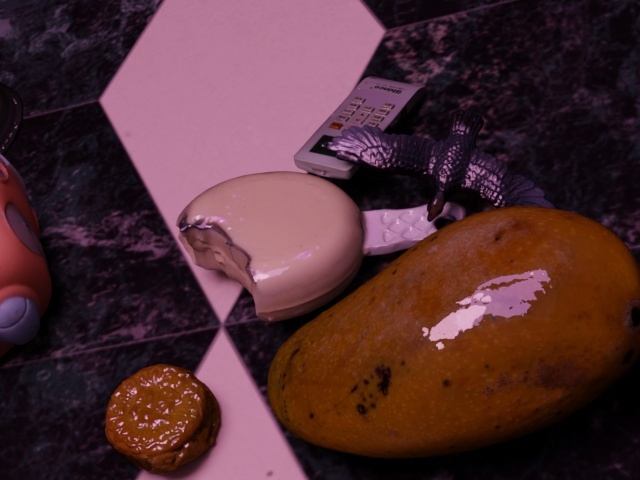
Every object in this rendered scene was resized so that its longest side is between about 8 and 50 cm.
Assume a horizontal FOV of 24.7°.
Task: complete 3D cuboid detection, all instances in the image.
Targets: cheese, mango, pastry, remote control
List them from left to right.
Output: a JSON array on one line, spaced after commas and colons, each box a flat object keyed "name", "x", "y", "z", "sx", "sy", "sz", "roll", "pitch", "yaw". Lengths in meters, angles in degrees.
[{"name": "pastry", "x": -0.142, "y": 0.158, "z": 1.299, "sx": 0.097, "sy": 0.057, "sz": 0.109, "roll": -16, "pitch": 51, "yaw": 10}, {"name": "cheese", "x": 0.000, "y": -0.015, "z": 1.355, "sx": 0.249, "sy": 0.070, "sz": 0.163, "roll": -21, "pitch": 47, "yaw": -11}, {"name": "remote control", "x": 0.042, "y": -0.108, "z": 1.403, "sx": 0.065, "sy": 0.029, "sz": 0.166, "roll": 15, "pitch": 42, "yaw": 25}, {"name": "mango", "x": 0.102, "y": 0.081, "z": 1.184, "sx": 0.330, "sy": 0.175, "sz": 0.176, "roll": -20, "pitch": 5, "yaw": 9}]

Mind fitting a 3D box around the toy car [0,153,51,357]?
[{"name": "toy car", "x": -0.378, "y": 0.045, "z": 1.417, "sx": 0.270, "sy": 0.180, "sz": 0.212, "roll": -38, "pitch": 64, "yaw": -10}]

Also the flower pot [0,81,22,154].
[{"name": "flower pot", "x": -0.425, "y": -0.148, "z": 1.624, "sx": 0.157, "sy": 0.107, "sz": 0.157, "roll": -11, "pitch": 53, "yaw": 15}]

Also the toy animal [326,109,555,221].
[{"name": "toy animal", "x": 0.118, "y": -0.066, "z": 1.330, "sx": 0.220, "sy": 0.062, "sz": 0.108, "roll": 22, "pitch": 44, "yaw": 9}]
